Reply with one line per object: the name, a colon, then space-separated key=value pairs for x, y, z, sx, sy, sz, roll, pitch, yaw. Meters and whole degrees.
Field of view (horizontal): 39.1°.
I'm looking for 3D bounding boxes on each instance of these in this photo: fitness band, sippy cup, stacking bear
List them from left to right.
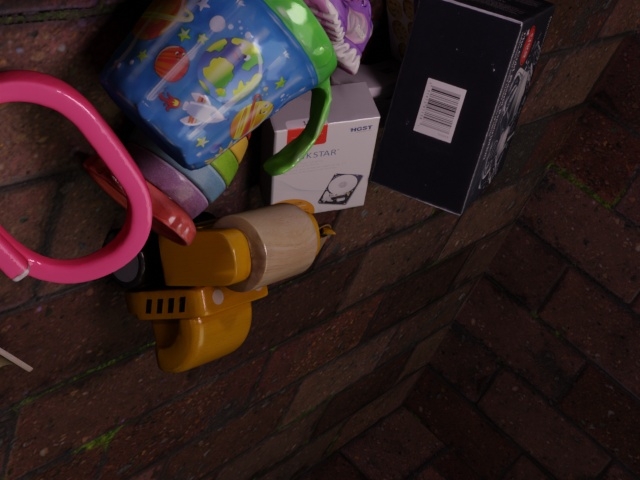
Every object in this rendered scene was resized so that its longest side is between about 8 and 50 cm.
fitness band: x=-0.329 y=-0.065 z=1.077 sx=0.209 sy=0.054 sz=0.291 roll=-31 pitch=125 yaw=1
stacking bear: x=-0.168 y=-0.153 z=1.264 sx=0.289 sy=0.175 sz=0.164 roll=-54 pitch=-179 yaw=-11
sippy cup: x=-0.137 y=-0.214 z=1.098 sx=0.224 sy=0.305 sz=0.240 roll=-47 pitch=176 yaw=-5

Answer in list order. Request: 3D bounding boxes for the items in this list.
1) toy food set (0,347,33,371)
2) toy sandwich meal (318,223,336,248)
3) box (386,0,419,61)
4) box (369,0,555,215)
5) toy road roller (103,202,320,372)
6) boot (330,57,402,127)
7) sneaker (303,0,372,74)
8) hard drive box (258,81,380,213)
toy food set: x=-0.567 y=0.253 z=1.262 sx=0.306 sy=0.092 sz=0.220 roll=-44 pitch=157 yaw=-10
toy sandwich meal: x=0.000 y=0.000 z=1.970 sx=0.085 sy=0.029 sz=0.085 roll=-39 pitch=156 yaw=-21
box: x=0.152 y=-0.414 z=1.530 sx=0.063 sy=0.067 sz=0.324 roll=-51 pitch=160 yaw=-15
box: x=0.259 y=-0.266 z=1.604 sx=0.312 sy=0.179 sz=0.343 roll=-41 pitch=149 yaw=-60
toy road roller: x=-0.161 y=0.078 z=1.411 sx=0.202 sy=0.329 sz=0.240 roll=-17 pitch=100 yaw=-52
boot: x=0.090 y=-0.252 z=1.639 sx=0.258 sy=0.095 sz=0.123 roll=-21 pitch=138 yaw=-50
sneaker: x=0.028 y=-0.350 z=1.394 sx=0.104 sy=0.095 sz=0.236 roll=-55 pitch=163 yaw=-2
hard drive box: x=-0.009 y=-0.150 z=1.544 sx=0.181 sy=0.089 sz=0.232 roll=-10 pitch=145 yaw=-12
